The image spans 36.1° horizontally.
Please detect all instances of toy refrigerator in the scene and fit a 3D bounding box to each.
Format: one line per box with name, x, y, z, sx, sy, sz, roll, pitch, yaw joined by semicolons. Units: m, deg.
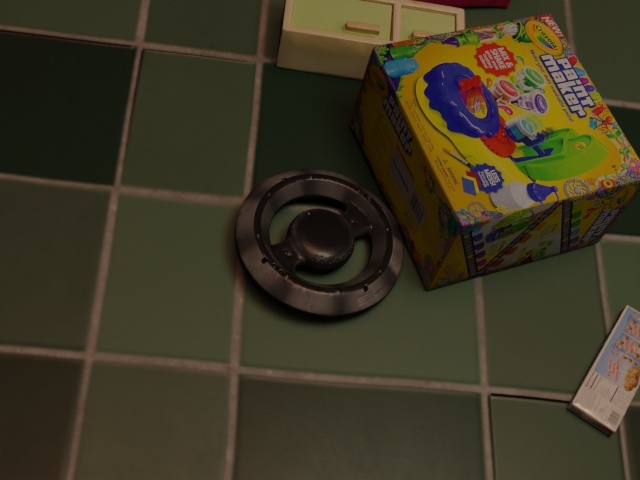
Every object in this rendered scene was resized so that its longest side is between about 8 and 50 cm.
toy refrigerator;0.075;-0.306;1.471;0.270;0.094;0.102;9;58;-5

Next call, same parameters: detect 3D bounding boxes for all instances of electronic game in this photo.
electronic game;0.000;0.000;1.303;0.229;0.048;0.229;7;56;-11

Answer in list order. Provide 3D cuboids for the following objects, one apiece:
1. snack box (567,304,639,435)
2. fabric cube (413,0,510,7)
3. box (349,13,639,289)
snack box;0.390;0.167;1.286;0.064;0.022;0.178;33;60;11
fabric cube;0.184;-0.538;1.534;0.258;0.259;0.254;-4;60;-14
box;0.231;-0.125;1.343;0.279;0.177;0.290;-14;63;-18
